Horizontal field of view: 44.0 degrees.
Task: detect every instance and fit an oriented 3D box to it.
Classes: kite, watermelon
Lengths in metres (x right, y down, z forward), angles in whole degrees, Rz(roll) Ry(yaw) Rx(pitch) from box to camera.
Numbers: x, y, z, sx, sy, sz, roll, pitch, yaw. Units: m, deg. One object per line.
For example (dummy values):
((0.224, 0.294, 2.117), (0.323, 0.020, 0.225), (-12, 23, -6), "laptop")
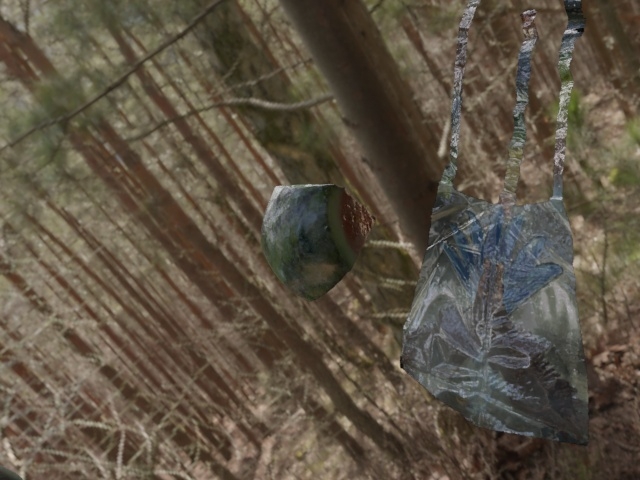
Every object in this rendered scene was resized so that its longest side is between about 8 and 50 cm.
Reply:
((0.113, -0.021, 0.542), (0.015, 0.310, 0.169), (-3, 6, -36), "kite")
((0.001, 0.001, 0.609), (0.072, 0.092, 0.084), (-6, 10, -29), "watermelon")

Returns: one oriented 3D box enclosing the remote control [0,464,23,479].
((-0.310, 0.110, 0.407), (0.140, 0.296, 0.056), (-47, 21, 23), "remote control")
